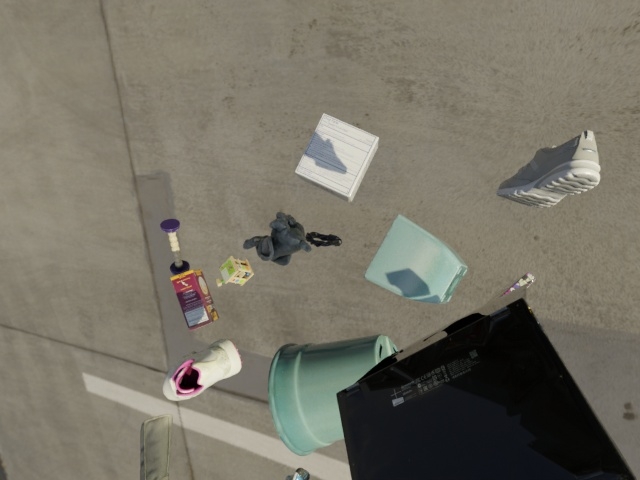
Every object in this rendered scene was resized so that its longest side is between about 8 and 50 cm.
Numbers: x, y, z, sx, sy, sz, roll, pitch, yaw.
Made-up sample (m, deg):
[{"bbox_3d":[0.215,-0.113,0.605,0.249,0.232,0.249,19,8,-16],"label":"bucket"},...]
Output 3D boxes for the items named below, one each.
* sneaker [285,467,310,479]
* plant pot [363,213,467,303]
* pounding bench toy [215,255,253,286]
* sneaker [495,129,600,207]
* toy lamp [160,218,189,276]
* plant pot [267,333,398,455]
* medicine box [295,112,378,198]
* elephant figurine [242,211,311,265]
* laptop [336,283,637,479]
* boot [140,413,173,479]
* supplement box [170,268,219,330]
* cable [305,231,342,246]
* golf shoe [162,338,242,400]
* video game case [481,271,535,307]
[{"bbox_3d":[-0.085,0.800,1.326,0.083,0.071,0.190,29,130,35],"label":"sneaker"},{"bbox_3d":[0.347,0.089,1.375,0.252,0.247,0.247,32,98,29],"label":"plant pot"},{"bbox_3d":[-0.226,0.090,1.050,0.083,0.065,0.052,-43,57,19],"label":"pounding bench toy"},{"bbox_3d":[0.500,-0.148,0.888,0.105,0.281,0.115,17,81,-9],"label":"sneaker"},{"bbox_3d":[-0.555,0.046,1.556,0.080,0.080,0.274,24,132,21],"label":"toy lamp"},{"bbox_3d":[0.073,0.447,1.235,0.334,0.341,0.341,-21,95,22],"label":"plant pot"},{"bbox_3d":[0.076,-0.357,1.761,0.263,0.149,0.289,26,90,8],"label":"medicine box"},{"bbox_3d":[-0.173,0.023,1.528,0.169,0.186,0.239,38,110,-20],"label":"elephant figurine"},{"bbox_3d":[0.252,0.281,0.723,0.382,0.408,0.236,-36,130,23],"label":"laptop"},{"bbox_3d":[-0.432,0.562,0.996,0.190,0.076,0.208,-28,63,11],"label":"boot"},{"bbox_3d":[-0.422,0.197,1.361,0.081,0.104,0.188,-21,88,0],"label":"supplement box"},{"bbox_3d":[0.000,0.000,1.919,0.184,0.150,0.047,18,113,33],"label":"cable"},{"bbox_3d":[-0.338,0.345,1.026,0.306,0.140,0.115,-37,79,31],"label":"golf shoe"},{"bbox_3d":[0.714,0.227,1.583,0.210,0.232,0.042,-40,73,-6],"label":"video game case"}]
